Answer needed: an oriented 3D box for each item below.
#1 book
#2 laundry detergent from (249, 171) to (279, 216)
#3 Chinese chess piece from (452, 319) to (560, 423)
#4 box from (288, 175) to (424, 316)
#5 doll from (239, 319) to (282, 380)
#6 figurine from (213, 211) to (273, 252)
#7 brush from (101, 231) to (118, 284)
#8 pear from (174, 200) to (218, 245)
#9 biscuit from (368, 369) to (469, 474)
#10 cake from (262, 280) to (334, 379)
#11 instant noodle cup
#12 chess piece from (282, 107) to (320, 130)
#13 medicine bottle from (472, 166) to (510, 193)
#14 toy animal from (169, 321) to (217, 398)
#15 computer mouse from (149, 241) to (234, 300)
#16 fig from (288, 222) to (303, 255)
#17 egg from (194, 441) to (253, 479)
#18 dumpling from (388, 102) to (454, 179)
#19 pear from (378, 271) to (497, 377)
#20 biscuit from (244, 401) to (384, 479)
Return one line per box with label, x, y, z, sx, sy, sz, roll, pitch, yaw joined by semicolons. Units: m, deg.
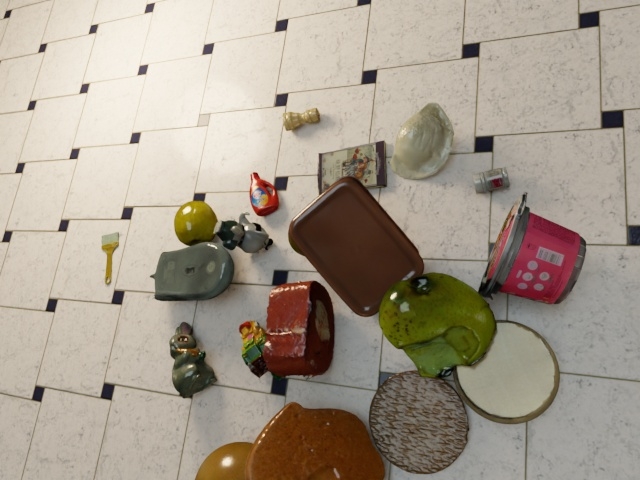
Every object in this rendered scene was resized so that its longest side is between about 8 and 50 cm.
book;0.098;-0.232;1.577;0.231;0.026;0.157;-7;71;21
laundry detergent;-0.200;-0.167;1.670;0.098;0.049;0.165;-24;65;7
Chinese chess piece;0.453;0.321;1.208;0.250;0.103;0.249;-8;69;21
box;0.095;0.011;1.313;0.239;0.229;0.339;-40;91;7
doll;-0.181;0.324;1.470;0.106;0.134;0.186;-40;56;9
figurine;-0.242;-0.018;1.578;0.147;0.193;0.126;-33;42;53
brush;-0.810;0.070;1.875;0.083;0.011;0.205;-12;70;18
pear;-0.426;-0.056;1.680;0.149;0.149;0.162;-19;55;17
biscuit;0.255;0.471;1.281;0.262;0.037;0.261;-7;71;21
cake;-0.056;0.257;1.405;0.151;0.177;0.282;-8;65;21
instant noodle cup;0.525;0.047;1.200;0.182;0.302;0.258;21;50;14
chess piece;-0.065;-0.422;1.689;0.122;0.066;0.066;-11;70;13
medicine bottle;0.479;-0.168;1.376;0.091;0.058;0.058;-13;69;19
toy animal;-0.437;0.365;1.568;0.127;0.125;0.251;-24;56;-17
computer mouse;-0.419;0.114;1.634;0.371;0.122;0.188;-6;72;29
fig;-0.014;-0.002;1.485;0.186;0.142;0.147;39;118;41
egg;-0.188;0.686;1.282;0.322;0.250;0.250;41;92;19
dumpling;0.310;-0.288;1.455;0.167;0.126;0.215;34;86;12
pear;0.273;0.183;1.155;0.238;0.255;0.164;-30;39;14
biscuit;0.010;0.617;1.209;0.455;0.350;0.078;59;144;23
